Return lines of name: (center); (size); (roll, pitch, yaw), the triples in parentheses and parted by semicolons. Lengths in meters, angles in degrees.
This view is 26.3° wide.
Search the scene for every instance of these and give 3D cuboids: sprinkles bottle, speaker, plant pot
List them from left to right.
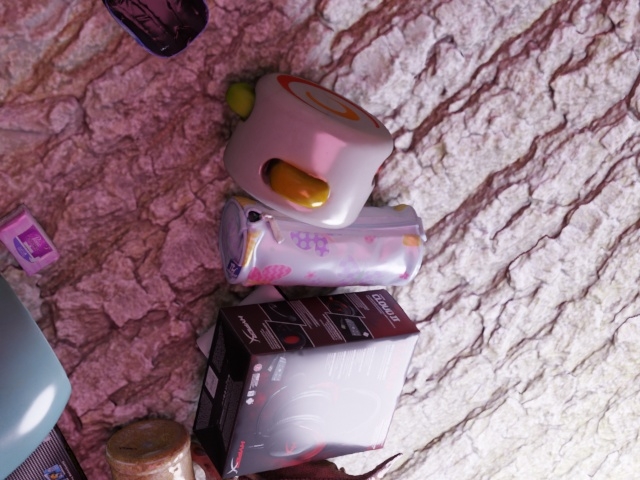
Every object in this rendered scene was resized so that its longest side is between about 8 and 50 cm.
plant pot: (-0.445, 0.169, 1.645); (0.235, 0.293, 0.293); (-33, 123, -16)
sprinkles bottle: (-0.217, 0.429, 1.937); (0.121, 0.121, 0.355); (-14, 115, -14)
speaker: (-0.103, 0.113, 1.872); (0.136, 0.055, 0.055); (-41, 122, 2)

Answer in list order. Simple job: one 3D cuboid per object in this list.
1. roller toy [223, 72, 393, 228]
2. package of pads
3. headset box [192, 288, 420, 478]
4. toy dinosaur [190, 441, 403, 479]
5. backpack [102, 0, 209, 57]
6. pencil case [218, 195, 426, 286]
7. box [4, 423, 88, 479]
roller toy: (-0.017, -0.106, 1.708); (0.191, 0.209, 0.146); (9, 115, -46)
package of pads: (-0.371, -0.001, 1.725); (0.050, 0.032, 0.083); (-32, 122, -1)
headset box: (-0.008, 0.191, 1.877); (0.293, 0.110, 0.218); (-5, 126, -30)
toy dinosaur: (-0.035, 0.346, 1.930); (0.295, 0.127, 0.200); (-11, 145, 13)
backpack: (-0.192, -0.283, 1.618); (0.105, 0.084, 0.114); (-40, 117, 3)
pencil case: (0.000, 0.000, 1.817); (0.273, 0.113, 0.124); (3, 136, -23)
box: (-0.437, 0.337, 1.856); (0.216, 0.060, 0.270); (-25, 121, -8)
